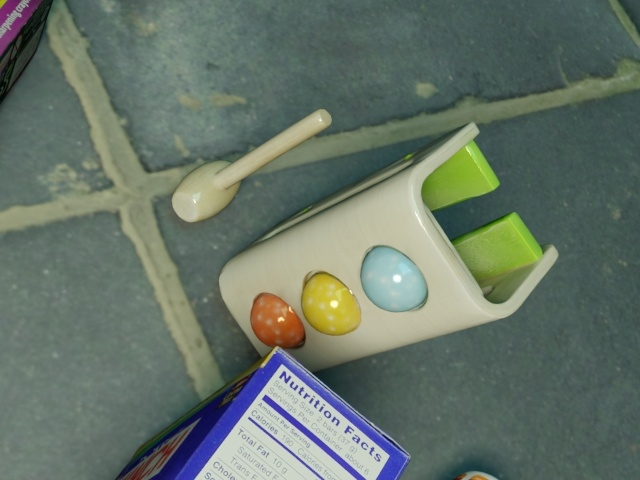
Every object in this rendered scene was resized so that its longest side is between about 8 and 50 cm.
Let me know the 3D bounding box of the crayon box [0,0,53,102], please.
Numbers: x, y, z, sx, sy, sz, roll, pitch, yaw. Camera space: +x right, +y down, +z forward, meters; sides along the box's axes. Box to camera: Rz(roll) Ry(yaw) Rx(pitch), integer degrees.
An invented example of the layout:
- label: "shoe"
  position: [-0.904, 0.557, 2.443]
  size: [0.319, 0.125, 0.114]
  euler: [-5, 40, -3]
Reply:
- label: "crayon box"
  position: [-0.406, -0.165, 0.761]
  size: [0.313, 0.106, 0.363]
  euler: [25, 36, -12]

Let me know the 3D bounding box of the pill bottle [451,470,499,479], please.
- label: "pill bottle"
  position: [0.096, 0.263, 0.841]
  size: [0.152, 0.086, 0.086]
  euler: [-25, 76, -35]

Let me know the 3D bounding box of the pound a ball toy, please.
- label: "pound a ball toy"
  position: [0.000, 0.000, 0.829]
  size: [0.135, 0.319, 0.208]
  euler: [-41, 100, -38]

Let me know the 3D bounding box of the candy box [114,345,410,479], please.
- label: "candy box"
  position: [-0.120, 0.245, 0.622]
  size: [0.122, 0.268, 0.317]
  euler: [43, 51, -4]
